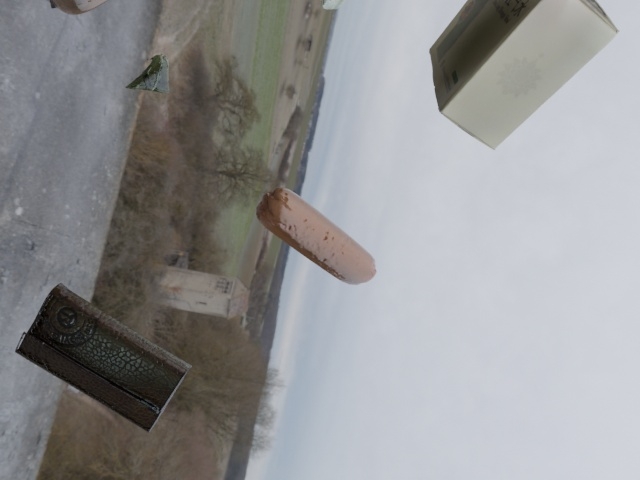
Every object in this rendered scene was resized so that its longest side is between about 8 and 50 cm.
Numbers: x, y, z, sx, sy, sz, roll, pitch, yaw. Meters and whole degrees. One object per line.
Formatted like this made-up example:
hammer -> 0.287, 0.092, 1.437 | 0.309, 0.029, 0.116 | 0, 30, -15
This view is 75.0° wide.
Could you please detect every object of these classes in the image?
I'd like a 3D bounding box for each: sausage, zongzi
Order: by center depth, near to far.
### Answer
sausage -> 0.000, 0.001, 0.788 | 0.086, 0.289, 0.086 | -31, -139, 31
zongzi -> -0.501, -0.490, 1.208 | 0.055, 0.119, 0.109 | 31, -61, 49

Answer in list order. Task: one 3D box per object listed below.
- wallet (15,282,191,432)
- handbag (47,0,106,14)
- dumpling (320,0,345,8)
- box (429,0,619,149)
wallet -> -0.338, 0.187, 0.648 | 0.133, 0.243, 0.039 | -55, -177, 7
handbag -> -0.445, -0.573, 0.794 | 0.283, 0.302, 0.149 | -39, 140, -15
dumpling -> 0.071, -0.524, 0.720 | 0.179, 0.131, 0.252 | -40, 175, -10
box -> 0.229, -0.245, 0.517 | 0.168, 0.095, 0.212 | -47, -158, 39
